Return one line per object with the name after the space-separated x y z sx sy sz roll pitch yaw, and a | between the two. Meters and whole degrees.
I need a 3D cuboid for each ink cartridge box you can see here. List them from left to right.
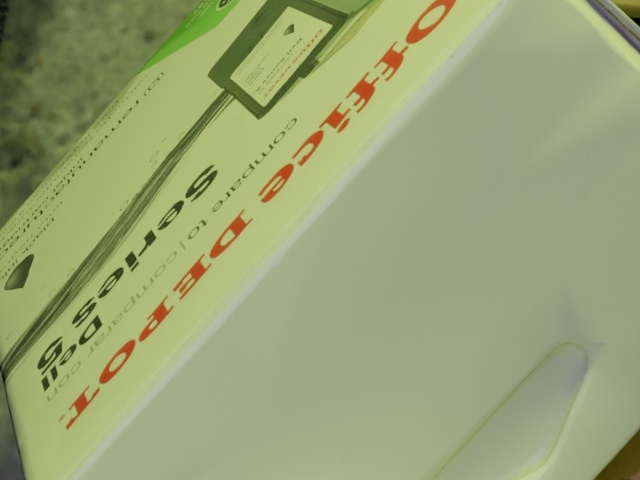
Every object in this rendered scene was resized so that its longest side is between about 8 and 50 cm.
0.000 0.000 0.597 0.115 0.273 0.198 41 91 -19 | ink cartridge box

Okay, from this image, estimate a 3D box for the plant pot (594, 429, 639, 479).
0.179 0.070 0.596 0.212 0.187 0.212 32 89 16 | plant pot

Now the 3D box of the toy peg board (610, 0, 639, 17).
0.138 -0.155 0.710 0.161 0.079 0.161 6 83 -2 | toy peg board
